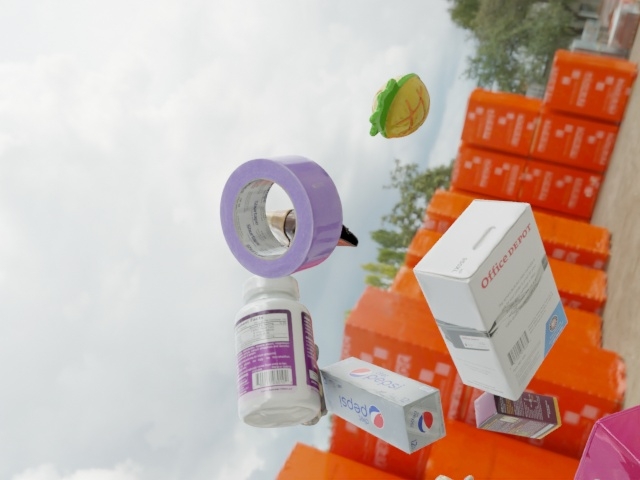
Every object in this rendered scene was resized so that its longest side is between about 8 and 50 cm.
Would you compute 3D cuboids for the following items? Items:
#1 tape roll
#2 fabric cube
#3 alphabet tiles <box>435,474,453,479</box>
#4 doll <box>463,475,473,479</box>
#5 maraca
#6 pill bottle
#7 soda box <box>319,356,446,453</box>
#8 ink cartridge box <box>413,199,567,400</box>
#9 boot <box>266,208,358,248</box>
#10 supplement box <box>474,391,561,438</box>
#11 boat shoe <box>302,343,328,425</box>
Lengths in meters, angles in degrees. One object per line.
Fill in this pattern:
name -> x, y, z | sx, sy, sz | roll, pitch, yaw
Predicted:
tape roll -> -0.064, -0.039, 1.069 | 0.080, 0.189, 0.188 | -17, -59, -52
fabric cube -> 0.661, 0.472, 1.247 | 0.258, 0.259, 0.254 | -127, 32, -51
alphabet tiles -> 0.312, 0.511, 1.206 | 0.021, 0.278, 0.284 | -56, -9, -28
doll -> 0.331, 0.621, 1.633 | 0.129, 0.046, 0.189 | -65, -19, 4
maraca -> 0.138, -0.242, 1.230 | 0.186, 0.099, 0.127 | -21, -48, -58
pill bottle -> -0.096, 0.227, 1.435 | 0.169, 0.170, 0.301 | 76, -173, -58
soda box -> 0.115, 0.316, 1.337 | 0.091, 0.286, 0.097 | -16, -78, -30
ink cartridge box -> 0.423, 0.138, 1.645 | 0.285, 0.166, 0.394 | -45, -56, -29
boot -> 0.000, 0.000, 1.632 | 0.248, 0.207, 0.090 | 36, -110, -56
supplement box -> 0.511, 0.448, 1.769 | 0.104, 0.188, 0.080 | 118, 161, -48
boat shoe -> -0.076, 0.332, 1.880 | 0.130, 0.132, 0.355 | -25, -90, -41
